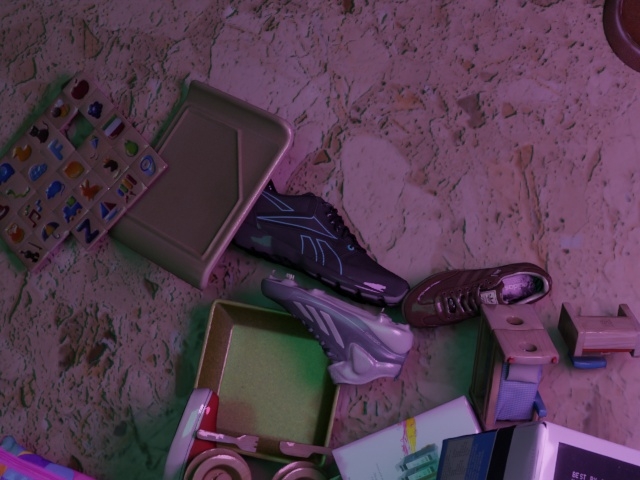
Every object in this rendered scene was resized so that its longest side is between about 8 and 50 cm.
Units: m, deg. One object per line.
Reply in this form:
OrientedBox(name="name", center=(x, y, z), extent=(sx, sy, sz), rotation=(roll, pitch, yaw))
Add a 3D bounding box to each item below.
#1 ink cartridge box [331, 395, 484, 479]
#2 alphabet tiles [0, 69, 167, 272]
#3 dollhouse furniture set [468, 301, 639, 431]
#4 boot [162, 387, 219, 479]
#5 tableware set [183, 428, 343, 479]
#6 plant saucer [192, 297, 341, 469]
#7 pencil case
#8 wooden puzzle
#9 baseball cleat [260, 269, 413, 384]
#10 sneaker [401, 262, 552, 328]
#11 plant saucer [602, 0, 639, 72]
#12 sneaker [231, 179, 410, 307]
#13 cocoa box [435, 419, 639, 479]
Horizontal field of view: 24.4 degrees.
OrientedBox(name="ink cartridge box", center=(0.124, 0.280, 1.782), extent=(0.176, 0.128, 0.127), rotation=(-22, 76, 5))
OrientedBox(name="alphabet tiles", center=(-0.341, -0.080, 1.976), extent=(0.237, 0.009, 0.198), rotation=(-46, 67, 8))
OrientedBox(name="dollhouse furniture set", center=(0.286, 0.161, 1.761), extent=(0.184, 0.129, 0.129), rotation=(1, 116, -8))
OrientedBox(name="boot", center=(-0.108, 0.308, 1.820), extent=(0.176, 0.088, 0.244), rotation=(12, 103, 3))
OrientedBox(name="tableware set", center=(-0.069, 0.303, 1.774), extent=(0.194, 0.039, 0.128), rotation=(12, 86, -21))
OrientedBox(name="plant saucer", center=(-0.063, 0.183, 1.878), extent=(0.188, 0.045, 0.188), rotation=(10, 82, 13))
OrientedBox(name="pencil case", center=(-0.323, 0.331, 1.872), extent=(0.236, 0.104, 0.104), rotation=(20, 84, 13))
OrientedBox(name="wooden puzzle", center=(-0.153, -0.073, 1.909), extent=(0.221, 0.044, 0.238), rotation=(28, 88, 44))
OrientedBox(name="baseball cleat", center=(0.008, 0.115, 1.818), extent=(0.206, 0.072, 0.109), rotation=(20, 90, 17))
OrientedBox(name="sneaker", center=(0.193, 0.064, 1.813), extent=(0.188, 0.071, 0.066), rotation=(-16, 94, -9))
OrientedBox(name="plant saucer", center=(0.445, -0.290, 1.880), extent=(0.168, 0.029, 0.168), rotation=(-2, 78, 11))
OrientedBox(name="sneaker", center=(0.000, 0.000, 1.873), extent=(0.267, 0.101, 0.106), rotation=(25, 83, 14))
OrientedBox(name="cocoa box", center=(0.308, 0.354, 1.598), extent=(0.347, 0.228, 0.231), rotation=(19, 71, -20))
